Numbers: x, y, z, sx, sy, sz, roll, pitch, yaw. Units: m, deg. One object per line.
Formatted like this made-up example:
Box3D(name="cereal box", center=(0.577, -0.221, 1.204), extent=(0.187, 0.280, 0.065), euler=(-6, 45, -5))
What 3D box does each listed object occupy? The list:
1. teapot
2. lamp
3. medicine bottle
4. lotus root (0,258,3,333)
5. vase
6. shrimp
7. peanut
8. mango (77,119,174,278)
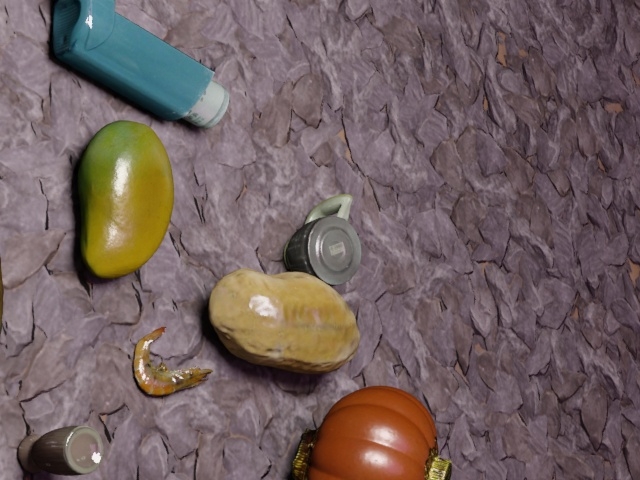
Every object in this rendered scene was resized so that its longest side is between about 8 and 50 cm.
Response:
Box3D(name="teapot", center=(0.004, 0.008, 1.770), extent=(0.124, 0.091, 0.092), euler=(-43, 111, -35))
Box3D(name="lamp", center=(0.066, 0.296, 1.689), extent=(0.223, 0.196, 0.223), euler=(12, 90, -78))
Box3D(name="medicine bottle", center=(-0.222, -0.232, 1.614), extent=(0.258, 0.079, 0.124), euler=(31, 60, -36))
Box3D(name="lotus root", center=(-0.436, 0.102, 1.287), extent=(0.267, 0.149, 0.260), euler=(4, 77, -40))
Box3D(name="vase", center=(-0.285, 0.230, 1.430), extent=(0.053, 0.101, 0.053), euler=(13, 71, -43))
Box3D(name="shrimp", center=(-0.180, 0.146, 1.608), extent=(0.114, 0.023, 0.083), euler=(-3, 80, -41))
Box3D(name="peanut", center=(-0.044, 0.101, 1.677), extent=(0.224, 0.129, 0.129), euler=(15, 70, -41))
Box3D(name="mango", center=(-0.233, -0.048, 1.564), extent=(0.122, 0.085, 0.191), euler=(8, 85, -53))
